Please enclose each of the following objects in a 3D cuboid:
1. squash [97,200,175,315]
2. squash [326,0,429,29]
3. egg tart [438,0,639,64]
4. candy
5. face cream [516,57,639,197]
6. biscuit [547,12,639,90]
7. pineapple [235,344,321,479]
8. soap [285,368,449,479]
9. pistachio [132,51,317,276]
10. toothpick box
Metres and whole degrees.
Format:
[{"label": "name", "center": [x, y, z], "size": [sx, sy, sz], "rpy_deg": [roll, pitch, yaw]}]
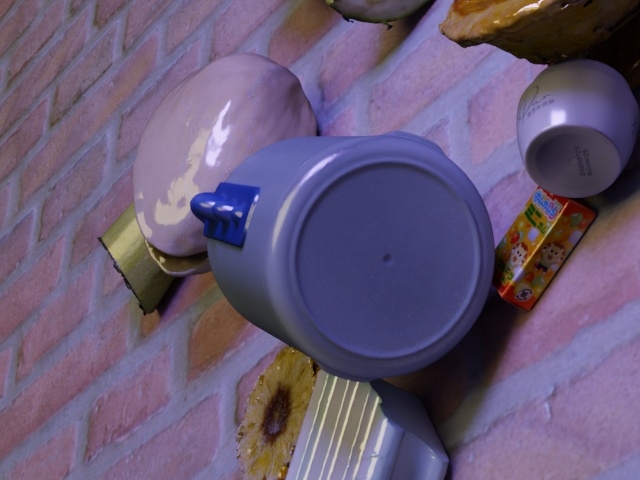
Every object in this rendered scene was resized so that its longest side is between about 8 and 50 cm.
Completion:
[{"label": "squash", "center": [-0.213, -0.042, 2.236], "size": [0.287, 0.137, 0.137], "rpy_deg": [-54, 30, 15]}, {"label": "squash", "center": [0.076, -0.405, 2.031], "size": [0.203, 0.111, 0.289], "rpy_deg": [-39, 41, 12]}, {"label": "egg tart", "center": [0.232, -0.240, 1.526], "size": [0.241, 0.106, 0.241], "rpy_deg": [-29, 19, 11]}, {"label": "candy", "center": [0.213, 0.002, 1.565], "size": [0.122, 0.038, 0.062], "rpy_deg": [-57, 29, 16]}, {"label": "face cream", "center": [0.243, -0.107, 1.510], "size": [0.117, 0.117, 0.104], "rpy_deg": [-40, 22, 39]}, {"label": "biscuit", "center": [0.303, -0.233, 1.599], "size": [0.212, 0.036, 0.212], "rpy_deg": [-40, 36, 37]}, {"label": "pineapple", "center": [-0.038, 0.201, 1.829], "size": [0.221, 0.047, 0.221], "rpy_deg": [-41, 35, 38]}, {"label": "soap", "center": [0.031, 0.280, 1.598], "size": [0.173, 0.095, 0.289], "rpy_deg": [-6, 63, 59]}, {"label": "pistachio", "center": [-0.125, -0.099, 2.033], "size": [0.208, 0.226, 0.332], "rpy_deg": [91, -165, -62]}, {"label": "toothpick box", "center": [0.000, 0.000, 1.673], "size": [0.263, 0.263, 0.354], "rpy_deg": [-67, 18, -3]}]
